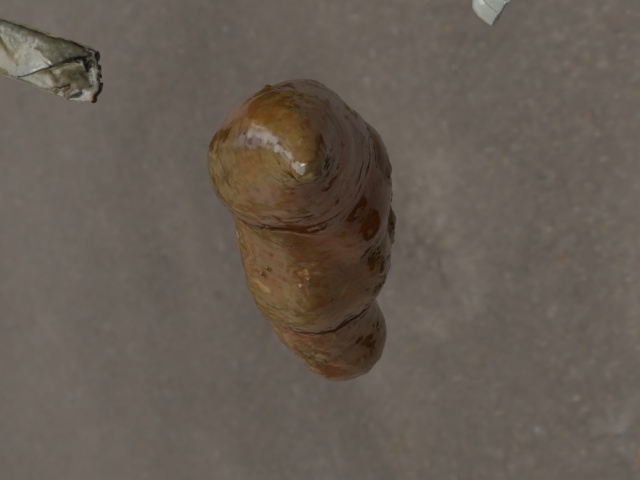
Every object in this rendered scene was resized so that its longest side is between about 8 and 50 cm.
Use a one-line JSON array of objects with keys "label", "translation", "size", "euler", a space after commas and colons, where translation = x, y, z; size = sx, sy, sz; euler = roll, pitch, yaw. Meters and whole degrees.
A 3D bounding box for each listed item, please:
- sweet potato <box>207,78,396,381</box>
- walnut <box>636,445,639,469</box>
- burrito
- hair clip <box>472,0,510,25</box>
[{"label": "sweet potato", "translation": [-0.004, -0.014, 0.931], "size": [0.354, 0.095, 0.106], "euler": [78, 176, -68]}, {"label": "walnut", "translation": [0.311, 0.161, 1.110], "size": [0.213, 0.213, 0.213], "euler": [37, 133, 52]}, {"label": "burrito", "translation": [-0.268, -0.166, 1.456], "size": [0.042, 0.171, 0.051], "euler": [-7, -63, -84]}, {"label": "hair clip", "translation": [0.131, -0.175, 0.792], "size": [0.220, 0.054, 0.140], "euler": [179, 115, -84]}]
